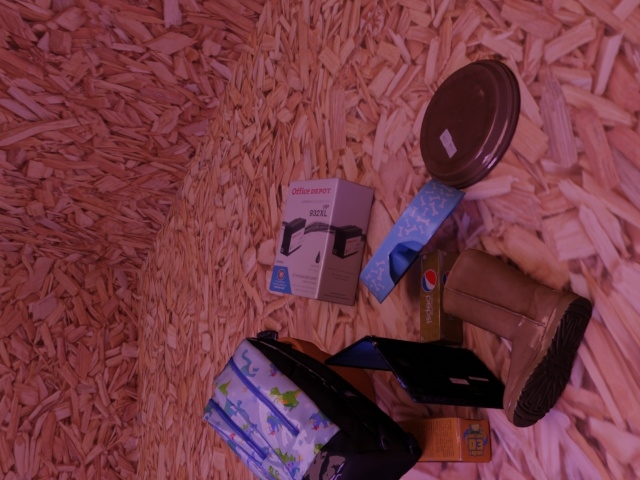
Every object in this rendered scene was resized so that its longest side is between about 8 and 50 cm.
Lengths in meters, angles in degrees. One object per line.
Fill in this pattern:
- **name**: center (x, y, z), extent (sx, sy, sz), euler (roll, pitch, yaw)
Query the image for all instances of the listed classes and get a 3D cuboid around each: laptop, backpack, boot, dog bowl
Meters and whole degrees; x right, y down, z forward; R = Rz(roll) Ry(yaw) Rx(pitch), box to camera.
- **laptop**: center (0.171, 0.253, 1.061), extent (0.264, 0.234, 0.137), euler (51, 124, 56)
- **backpack**: center (-0.042, 0.317, 1.073), extent (0.273, 0.290, 0.355), euler (-48, 58, 9)
- **boot**: center (0.303, 0.154, 1.022), extent (0.236, 0.089, 0.269), euler (-62, 30, -1)
- **dog bowl**: center (0.179, 0.000, 1.223), extent (0.297, 0.074, 0.166), euler (-59, -11, 32)

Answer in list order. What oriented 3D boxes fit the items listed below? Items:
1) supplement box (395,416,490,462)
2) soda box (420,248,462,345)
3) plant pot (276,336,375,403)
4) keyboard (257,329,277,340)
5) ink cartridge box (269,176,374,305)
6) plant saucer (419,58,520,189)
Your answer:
- **supplement box**: center (0.205, 0.374, 1.115), extent (0.233, 0.078, 0.080), euler (-34, 50, 53)
- **soda box**: center (0.237, 0.114, 1.184), extent (0.061, 0.058, 0.181), euler (-27, 56, 56)
- **plant pot**: center (-0.011, 0.379, 1.377), extent (0.291, 0.203, 0.291), euler (-33, 51, 52)
- **keyboard**: center (-0.194, 0.444, 1.870), extent (0.201, 0.033, 0.317), euler (-30, 53, 55)
- **ink cartridge box**: center (0.000, 0.000, 1.568), extent (0.223, 0.129, 0.308), euler (4, 82, 54)
- **plant saucer**: center (0.296, -0.245, 1.248), extent (0.278, 0.041, 0.278), euler (-31, 53, 53)
